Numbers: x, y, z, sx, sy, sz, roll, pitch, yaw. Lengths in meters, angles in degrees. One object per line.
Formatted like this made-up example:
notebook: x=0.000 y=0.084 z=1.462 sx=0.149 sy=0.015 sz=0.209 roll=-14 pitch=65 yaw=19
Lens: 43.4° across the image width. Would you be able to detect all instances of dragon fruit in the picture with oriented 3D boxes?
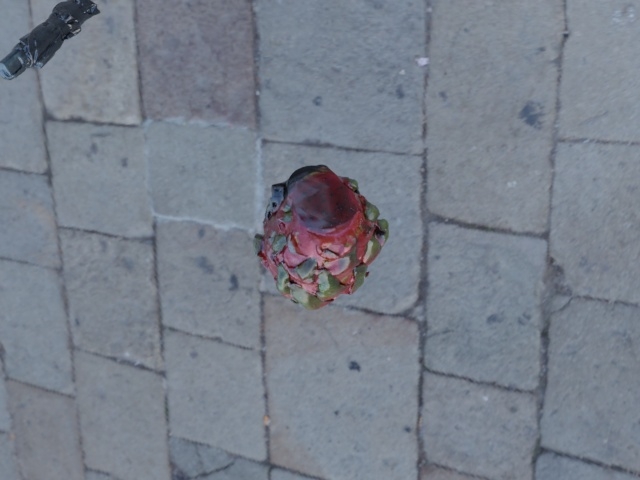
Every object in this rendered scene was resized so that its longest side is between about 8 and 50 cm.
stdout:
dragon fruit: x=0.000 y=0.000 z=0.992 sx=0.160 sy=0.166 sz=0.172 roll=14 pitch=147 yaw=-1

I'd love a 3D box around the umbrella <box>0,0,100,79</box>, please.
umbrella: x=-0.482 y=-0.355 z=1.413 sx=0.066 sy=0.235 sz=0.059 roll=0 pitch=133 yaw=37
